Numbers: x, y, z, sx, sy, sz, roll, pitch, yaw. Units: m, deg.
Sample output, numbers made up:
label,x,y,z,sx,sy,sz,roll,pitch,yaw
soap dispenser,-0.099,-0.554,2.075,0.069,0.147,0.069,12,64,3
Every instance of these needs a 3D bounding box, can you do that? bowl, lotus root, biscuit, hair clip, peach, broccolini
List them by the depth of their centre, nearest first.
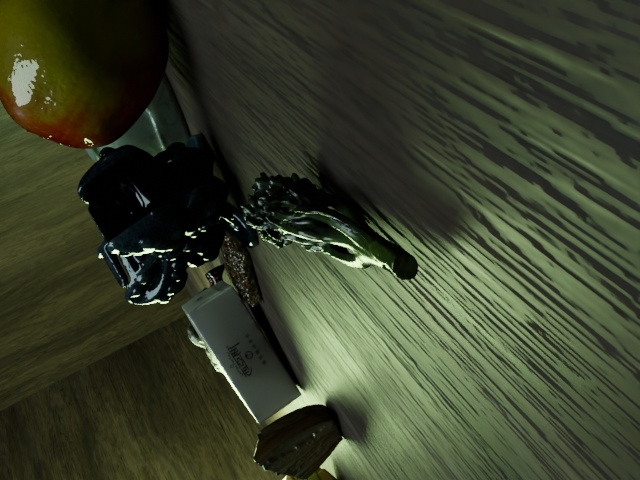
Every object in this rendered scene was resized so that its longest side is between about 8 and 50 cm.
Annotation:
label,x,y,z,sx,sy,sz,roll,pitch,yaw
broccolini,0.015,-0.013,0.543,0.202,0.068,0.091,17,148,50
peach,-0.297,-0.232,0.867,0.231,0.231,0.231,56,165,24
hair clip,-0.218,-0.027,1.008,0.194,0.206,0.310,54,160,10
lotus root,-0.036,0.323,1.153,0.095,0.135,0.159,54,177,36
bowl,-0.346,-0.235,1.189,0.307,0.163,0.307,53,161,26
biscuit,-0.147,0.055,1.265,0.131,0.026,0.237,55,163,35

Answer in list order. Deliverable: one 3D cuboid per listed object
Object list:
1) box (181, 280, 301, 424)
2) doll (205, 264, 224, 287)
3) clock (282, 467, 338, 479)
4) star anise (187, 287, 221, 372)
label,x,y,z,sx,sy,sz,roll,pitch,yaw
box,-0.162,0.217,1.404,0.260,0.111,0.194,56,168,-7
doll,-0.196,0.179,1.573,0.127,0.088,0.249,29,-140,-78
clock,0.004,0.628,1.377,0.317,0.244,0.200,43,177,42
star anise,-0.277,0.288,1.930,0.316,0.139,0.360,-131,18,-63
